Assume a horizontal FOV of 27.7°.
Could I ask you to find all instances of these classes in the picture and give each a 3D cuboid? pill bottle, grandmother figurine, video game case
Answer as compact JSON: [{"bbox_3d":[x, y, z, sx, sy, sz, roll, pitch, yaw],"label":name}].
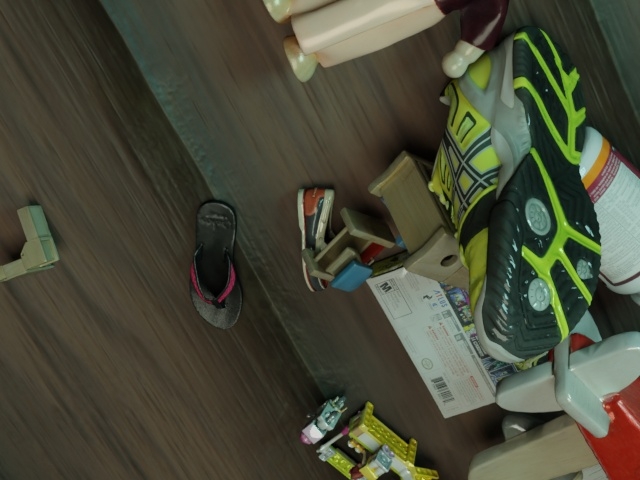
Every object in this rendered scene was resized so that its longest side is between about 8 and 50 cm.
[{"bbox_3d":[0.337,-0.017,1.467,0.221,0.121,0.121,40,116,-15],"label":"pill bottle"},{"bbox_3d":[0.119,-0.273,1.362,0.342,0.104,0.208,-20,109,18],"label":"grandmother figurine"},{"bbox_3d":[0.198,0.093,1.593,0.210,0.042,0.232,-23,114,19],"label":"video game case"}]

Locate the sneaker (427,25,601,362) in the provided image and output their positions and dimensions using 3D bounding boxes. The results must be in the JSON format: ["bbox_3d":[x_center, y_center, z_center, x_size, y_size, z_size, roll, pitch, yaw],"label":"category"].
[{"bbox_3d":[0.193,-0.039,1.351,0.145,0.384,0.147,33,139,-31],"label":"sneaker"}]

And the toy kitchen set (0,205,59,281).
[{"bbox_3d":[-0.370,0.005,1.622,0.083,0.068,0.075,-21,87,18],"label":"toy kitchen set"}]

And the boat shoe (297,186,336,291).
[{"bbox_3d":[0.000,0.000,1.565,0.043,0.049,0.137,-1,114,9],"label":"boat shoe"}]

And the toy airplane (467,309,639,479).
[{"bbox_3d":[0.384,0.214,1.514,0.386,0.272,0.384,18,126,16],"label":"toy airplane"}]

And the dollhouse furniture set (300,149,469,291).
[{"bbox_3d":[0.099,0.018,1.489,0.129,0.129,0.184,19,127,-42],"label":"dollhouse furniture set"}]

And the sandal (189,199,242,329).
[{"bbox_3d":[-0.132,0.036,1.604,0.067,0.040,0.179,4,120,5],"label":"sandal"}]

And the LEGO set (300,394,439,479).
[{"bbox_3d":[0.079,0.332,1.693,0.107,0.132,0.287,-40,86,30],"label":"LEGO set"}]

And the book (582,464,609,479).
[{"bbox_3d":[0.376,0.347,1.721,0.096,0.035,0.144,-35,109,26],"label":"book"}]
